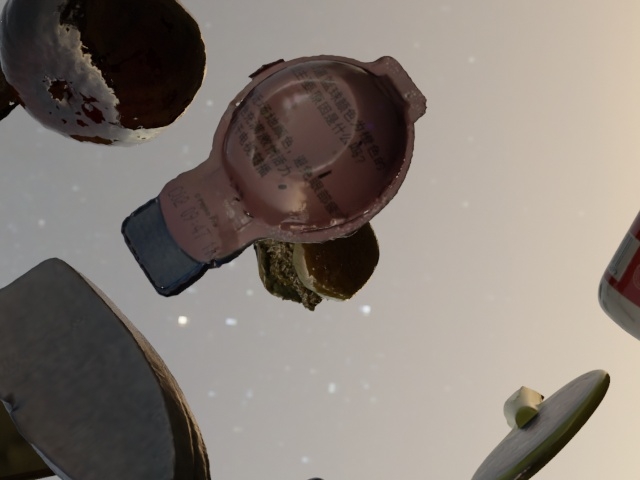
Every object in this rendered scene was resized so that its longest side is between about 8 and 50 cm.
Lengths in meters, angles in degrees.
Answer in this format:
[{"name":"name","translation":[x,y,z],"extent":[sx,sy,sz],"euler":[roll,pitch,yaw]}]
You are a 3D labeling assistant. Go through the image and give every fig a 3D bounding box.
[{"name":"fig","translation":[-0.241,-0.218,1.523],"extent":[0.214,0.235,0.235],"euler":[-38,-42,-23]}]

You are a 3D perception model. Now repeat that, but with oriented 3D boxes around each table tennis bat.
[{"name":"table tennis bat","translation":[0.267,0.231,1.710],"extent":[0.224,0.054,0.369],"euler":[-44,-2,5]}]

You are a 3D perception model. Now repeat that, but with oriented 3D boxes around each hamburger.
[{"name":"hamburger","translation":[0.000,0.000,1.828],"extent":[0.159,0.131,0.184],"euler":[-7,-93,-33]}]

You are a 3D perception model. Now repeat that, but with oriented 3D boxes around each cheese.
[{"name":"cheese","translation":[-0.039,-0.061,1.181],"extent":[0.286,0.189,0.074],"euler":[-36,-29,-2]}]

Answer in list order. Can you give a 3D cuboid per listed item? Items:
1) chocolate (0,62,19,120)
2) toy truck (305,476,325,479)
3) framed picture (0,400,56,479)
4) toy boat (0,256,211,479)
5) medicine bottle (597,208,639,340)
[{"name":"chocolate","translation":[-0.489,-0.159,1.802],"extent":[0.329,0.102,0.065],"euler":[-52,-15,-33]},{"name":"toy truck","translation":[-0.029,0.295,1.503],"extent":[0.056,0.090,0.073],"euler":[148,126,-64]},{"name":"framed picture","translation":[-0.431,0.223,1.906],"extent":[0.173,0.010,0.231],"euler":[-5,-93,-32]},{"name":"toy boat","translation":[-0.181,0.133,1.117],"extent":[0.127,0.283,0.078],"euler":[-35,-32,-10]},{"name":"medicine bottle","translation":[0.337,-0.026,1.119],"extent":[0.250,0.131,0.131],"euler":[-62,-15,15]}]
